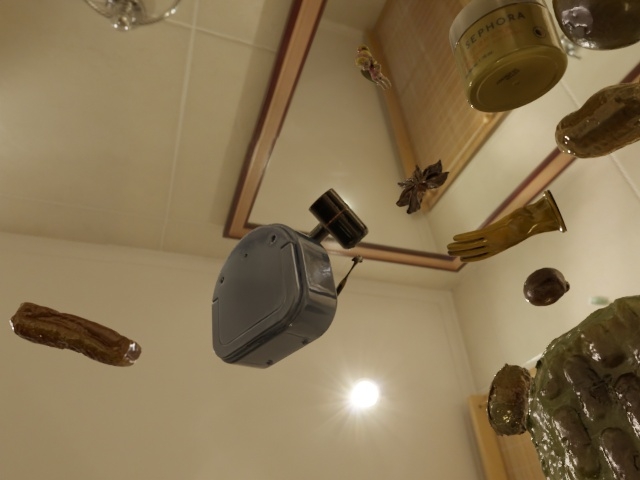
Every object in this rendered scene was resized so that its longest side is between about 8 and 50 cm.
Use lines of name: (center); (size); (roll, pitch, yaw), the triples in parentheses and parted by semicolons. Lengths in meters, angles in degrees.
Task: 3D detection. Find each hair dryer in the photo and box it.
hair dryer: (0.000, 0.000, 1.507); (0.189, 0.352, 0.107); (48, -135, 4)

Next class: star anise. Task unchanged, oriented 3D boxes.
star anise: (0.333, -0.186, 1.501); (0.063, 0.208, 0.172); (36, -167, -30)

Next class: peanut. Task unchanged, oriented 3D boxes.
peanut: (0.586, -0.243, 0.920); (0.129, 0.224, 0.129); (15, -118, -30)

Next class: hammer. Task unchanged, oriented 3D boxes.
hammer: (0.075, 0.133, 1.459); (0.021, 0.078, 0.201); (32, -92, 18)

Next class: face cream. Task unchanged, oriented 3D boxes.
face cream: (0.422, -0.429, 1.032); (0.218, 0.218, 0.179); (2, -112, -24)

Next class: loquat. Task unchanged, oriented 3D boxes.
loquat: (0.470, -0.395, 0.747); (0.152, 0.152, 0.195); (-11, -150, -32)

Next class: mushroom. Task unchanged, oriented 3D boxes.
mushroom: (0.623, 0.132, 1.258); (0.087, 0.127, 0.127); (47, -134, -13)

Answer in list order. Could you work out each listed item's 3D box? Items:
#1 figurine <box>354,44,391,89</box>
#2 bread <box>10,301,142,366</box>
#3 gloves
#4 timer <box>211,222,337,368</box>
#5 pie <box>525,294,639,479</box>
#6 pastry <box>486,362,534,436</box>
figurine: (0.195, -0.641, 1.686); (0.187, 0.083, 0.083); (39, -137, -23)
bread: (-0.547, 0.220, 1.022); (0.271, 0.139, 0.077); (17, -115, 2)
gloves: (0.471, -0.022, 1.188); (0.133, 0.294, 0.116); (47, -150, -37)
timer: (-0.129, 0.128, 1.220); (0.173, 0.395, 0.395); (24, -137, -38)
pie: (0.366, 0.206, 0.528); (0.071, 0.306, 0.306); (25, -134, -25)
pastry: (0.403, 0.336, 0.952); (0.153, 0.081, 0.153); (4, -94, -55)
